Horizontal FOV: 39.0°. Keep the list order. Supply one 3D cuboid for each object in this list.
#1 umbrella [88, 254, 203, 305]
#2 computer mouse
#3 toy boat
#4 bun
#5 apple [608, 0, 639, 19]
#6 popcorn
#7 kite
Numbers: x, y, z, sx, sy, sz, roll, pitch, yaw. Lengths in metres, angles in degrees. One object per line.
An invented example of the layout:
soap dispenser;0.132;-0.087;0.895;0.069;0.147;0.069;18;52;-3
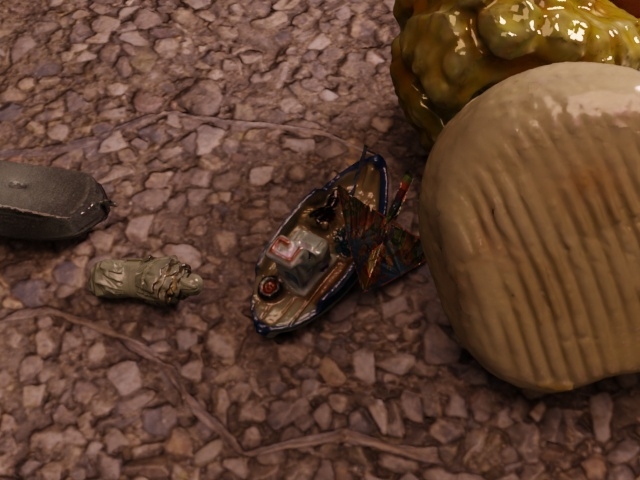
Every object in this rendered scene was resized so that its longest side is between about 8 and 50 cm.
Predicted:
umbrella;-0.209;0.048;1.088;0.144;0.062;0.067;5;24;15
computer mouse;-0.373;-0.046;1.162;0.229;0.068;0.113;10;43;-2
toy boat;0.000;0.000;1.072;0.114;0.115;0.262;28;61;21
bun;0.276;-0.012;0.962;0.361;0.360;0.213;7;21;9
apple;0.443;-0.442;1.271;0.299;0.275;0.298;-4;66;10
popcorn;0.238;-0.215;1.112;0.336;0.279;0.274;5;39;-47
kite;0.077;-0.011;1.070;0.010;0.183;0.160;5;68;53
